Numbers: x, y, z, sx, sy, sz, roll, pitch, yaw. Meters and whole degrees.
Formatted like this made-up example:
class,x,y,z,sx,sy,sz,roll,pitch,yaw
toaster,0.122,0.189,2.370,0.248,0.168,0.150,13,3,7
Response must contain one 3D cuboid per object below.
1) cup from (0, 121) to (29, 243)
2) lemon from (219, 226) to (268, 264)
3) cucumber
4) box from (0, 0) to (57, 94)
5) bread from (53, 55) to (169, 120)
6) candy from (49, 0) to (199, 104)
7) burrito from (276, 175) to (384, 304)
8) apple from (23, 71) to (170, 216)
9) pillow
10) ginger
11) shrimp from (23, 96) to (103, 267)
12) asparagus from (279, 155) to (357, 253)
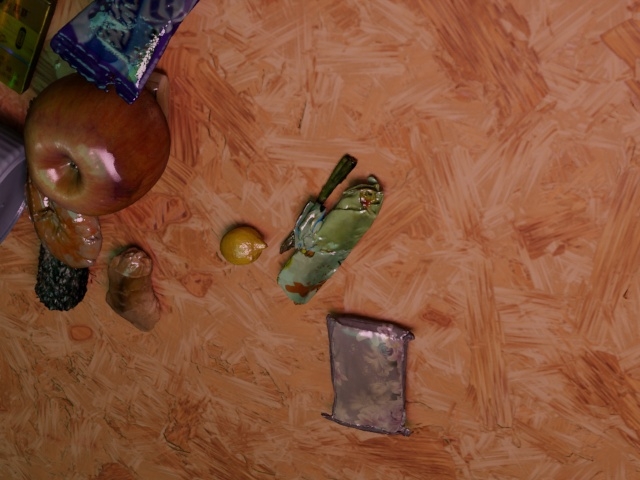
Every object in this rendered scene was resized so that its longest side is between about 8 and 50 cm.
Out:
class,x,y,z,sx,sy,sz,roll,pitch,yaw
cup,-0.671,-0.103,1.647,0.311,0.256,0.331,28,129,1
lemon,-0.127,0.009,1.613,0.092,0.065,0.065,-5,122,33
cucumber,-0.434,-0.027,1.701,0.096,0.096,0.359,26,131,5
box,-0.494,-0.337,1.545,0.121,0.030,0.193,33,131,-2
bread,-0.326,-0.220,1.535,0.178,0.060,0.139,17,129,12
candy,-0.239,-0.330,1.340,0.145,0.070,0.275,38,91,1
burrito,0.000,0.000,1.547,0.104,0.054,0.288,24,132,-18
apple,-0.327,-0.144,1.431,0.211,0.188,0.211,12,125,17
pillow,0.086,0.232,1.686,0.169,0.059,0.255,11,126,16
ginger,-0.335,0.088,1.758,0.095,0.069,0.190,18,130,18
shrimp,-0.430,-0.089,1.578,0.154,0.062,0.294,6,113,31
asparagus,-0.007,-0.052,1.544,0.023,0.022,0.233,3,140,-36
